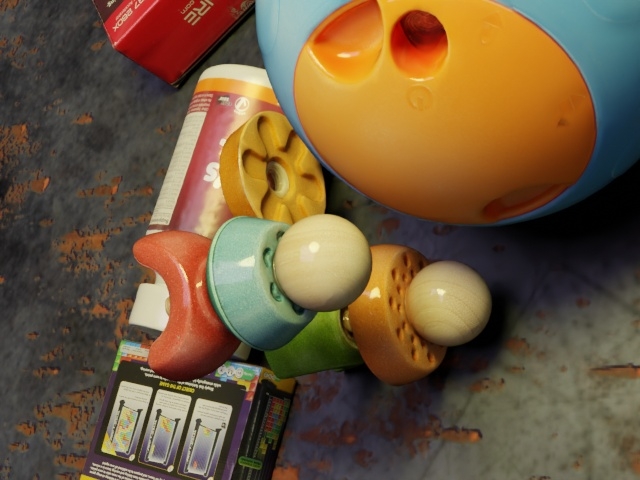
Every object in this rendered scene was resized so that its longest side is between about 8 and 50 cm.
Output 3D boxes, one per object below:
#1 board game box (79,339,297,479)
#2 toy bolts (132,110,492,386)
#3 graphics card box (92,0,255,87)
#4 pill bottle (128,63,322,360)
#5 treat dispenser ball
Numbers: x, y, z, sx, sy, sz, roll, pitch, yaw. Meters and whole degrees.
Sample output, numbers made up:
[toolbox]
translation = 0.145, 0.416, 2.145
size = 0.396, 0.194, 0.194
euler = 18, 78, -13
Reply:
[board game box]
translation = -0.112, 0.163, 0.988
size = 0.170, 0.048, 0.141
euler = 7, 77, 41
[toy bolts]
translation = 0.000, 0.000, 0.819
size = 0.158, 0.228, 0.218
euler = -16, 83, 35
[graphics card box]
translation = -0.155, -0.359, 1.226
size = 0.233, 0.094, 0.371
euler = -42, 49, 17
[pill bottle]
translation = -0.074, -0.021, 0.987
size = 0.121, 0.121, 0.221
euler = 8, 76, 41
[treat dispenser ball]
translation = 0.102, -0.152, 0.786
size = 0.288, 0.288, 0.288
euler = -17, 61, 33
